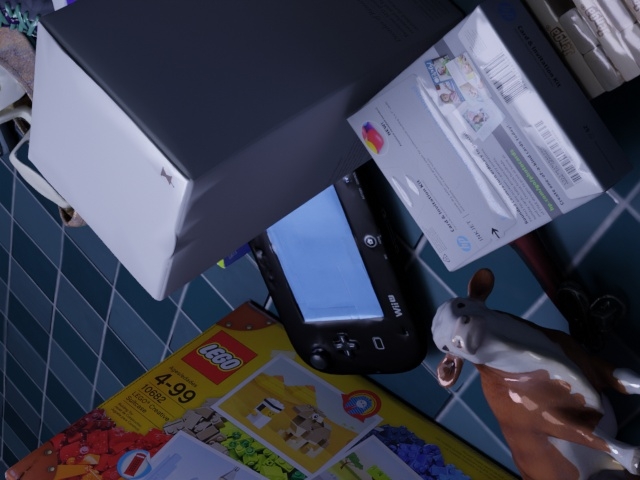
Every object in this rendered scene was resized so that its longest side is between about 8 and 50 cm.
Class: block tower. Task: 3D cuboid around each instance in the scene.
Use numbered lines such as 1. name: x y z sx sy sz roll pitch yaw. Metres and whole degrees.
1. block tower: 0.196 -0.156 0.731 0.091 0.097 0.335 57 150 -2

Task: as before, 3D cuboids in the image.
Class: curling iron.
1. curling iron: 0.168 -0.024 0.949 0.274 0.035 0.068 56 152 -3

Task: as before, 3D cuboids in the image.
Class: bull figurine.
1. bull figurine: 0.209 0.151 0.961 0.188 0.101 0.310 23 156 41

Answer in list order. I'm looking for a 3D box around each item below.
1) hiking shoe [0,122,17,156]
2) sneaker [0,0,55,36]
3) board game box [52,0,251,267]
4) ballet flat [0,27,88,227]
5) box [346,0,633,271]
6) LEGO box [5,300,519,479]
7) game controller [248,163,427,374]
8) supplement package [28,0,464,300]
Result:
1. hiking shoe: -0.596 -0.178 1.740 0.304 0.132 0.113 18 133 45
2. sneaker: -0.346 -0.262 1.355 0.224 0.098 0.083 38 145 26
3. board game box: -0.175 -0.166 1.236 0.233 0.078 0.347 29 140 36
4. ballet flat: -0.375 -0.154 1.490 0.316 0.106 0.107 56 149 -2
5. box: 0.111 -0.069 0.801 0.145 0.038 0.186 56 147 1
6. LEGO box: -0.035 0.336 1.243 0.500 0.372 0.193 30 141 34
7. game controller: 0.000 0.000 1.153 0.166 0.067 0.319 -1 120 43
8. supplement package: -0.063 -0.124 0.918 0.175 0.293 0.177 46 147 13
